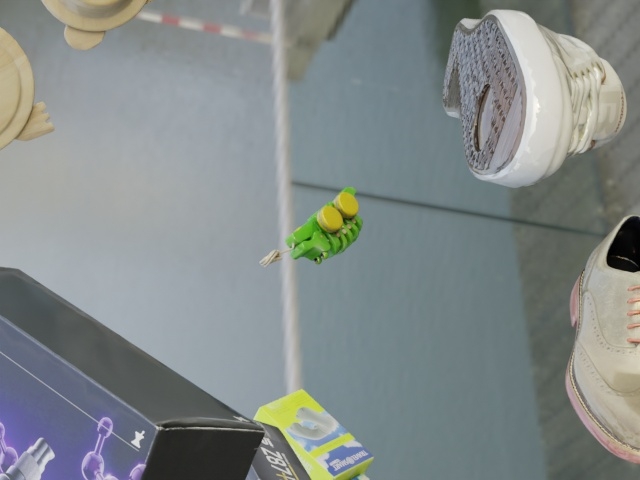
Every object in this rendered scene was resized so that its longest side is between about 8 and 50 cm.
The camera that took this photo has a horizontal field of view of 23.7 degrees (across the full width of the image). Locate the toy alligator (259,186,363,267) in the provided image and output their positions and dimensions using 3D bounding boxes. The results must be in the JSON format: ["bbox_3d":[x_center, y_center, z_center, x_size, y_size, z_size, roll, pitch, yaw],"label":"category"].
[{"bbox_3d":[0.000,0.000,1.630,0.056,0.051,0.190,-38,2,40],"label":"toy alligator"}]

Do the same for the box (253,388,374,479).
[{"bbox_3d":[-0.005,0.303,2.251,0.178,0.109,0.042,41,121,22],"label":"box"}]

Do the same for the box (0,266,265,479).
[{"bbox_3d":[-0.183,0.144,0.976,0.261,0.103,0.184,27,98,38],"label":"box"}]

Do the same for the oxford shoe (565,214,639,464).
[{"bbox_3d":[0.341,0.101,1.684,0.348,0.123,0.130,-91,12,-54],"label":"oxford shoe"}]

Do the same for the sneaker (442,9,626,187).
[{"bbox_3d":[0.158,-0.100,1.025,0.290,0.123,0.105,-90,11,-73],"label":"sneaker"}]

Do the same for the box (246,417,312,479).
[{"bbox_3d":[-0.121,0.441,1.773,0.394,0.097,0.318,-66,24,10],"label":"box"}]

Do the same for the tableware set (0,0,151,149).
[{"bbox_3d":[-0.154,-0.125,0.664,0.141,0.168,0.020,-38,18,-9],"label":"tableware set"}]
